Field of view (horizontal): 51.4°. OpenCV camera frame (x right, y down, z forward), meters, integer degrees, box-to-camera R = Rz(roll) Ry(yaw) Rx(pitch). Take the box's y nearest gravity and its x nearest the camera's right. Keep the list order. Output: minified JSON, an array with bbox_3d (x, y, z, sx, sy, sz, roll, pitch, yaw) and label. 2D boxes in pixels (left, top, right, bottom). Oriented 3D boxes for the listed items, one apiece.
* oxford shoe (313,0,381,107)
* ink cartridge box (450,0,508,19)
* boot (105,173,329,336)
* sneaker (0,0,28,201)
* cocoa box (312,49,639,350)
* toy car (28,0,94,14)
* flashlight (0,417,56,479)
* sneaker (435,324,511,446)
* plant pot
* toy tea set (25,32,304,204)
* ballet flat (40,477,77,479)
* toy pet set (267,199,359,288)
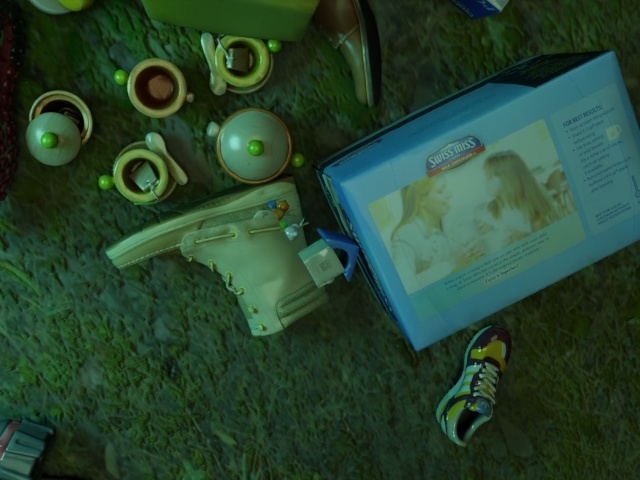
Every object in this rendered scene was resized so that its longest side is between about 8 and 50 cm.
[{"bbox_3d":[0.033,-0.275,0.865,0.075,0.076,0.213,-10,101,18],"label":"oxford shoe"},{"bbox_3d":[0.144,-0.363,0.838,0.207,0.097,0.046,33,96,-15],"label":"ink cartridge box"},{"bbox_3d":[-0.130,0.043,0.890,0.261,0.095,0.204,-21,105,-14],"label":"boot"},{"bbox_3d":[-0.432,-0.152,0.795,0.111,0.121,0.300,8,94,-1],"label":"sneaker"},{"bbox_3d":[0.200,-0.063,0.848,0.346,0.228,0.232,-26,105,-2],"label":"cocoa box"},{"bbox_3d":[-0.289,-0.362,0.761,0.136,0.159,0.182,-40,109,-35],"label":"toy car"},{"bbox_3d":[-0.518,0.255,0.882,0.303,0.103,0.103,21,139,-9],"label":"flashlight"},{"bbox_3d":[0.242,0.219,0.994,0.069,0.084,0.186,21,99,-13],"label":"sneaker"},{"bbox_3d":[-0.075,-0.334,0.732,0.187,0.212,0.212,20,90,-9],"label":"plant pot"},{"bbox_3d":[-0.187,-0.139,0.824,0.335,0.124,0.200,-19,105,-4],"label":"toy tea set"},{"bbox_3d":[-0.439,0.367,0.929,0.232,0.073,0.080,3,104,-9],"label":"ballet flat"},{"bbox_3d":[0.000,0.000,0.817,0.065,0.114,0.122,-31,112,-3],"label":"toy pet set"}]
